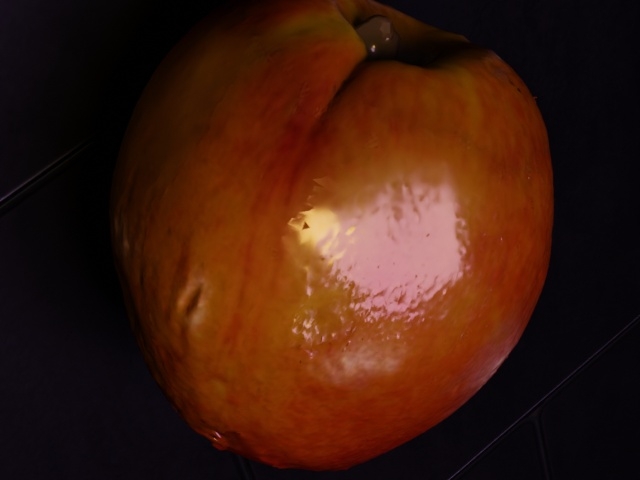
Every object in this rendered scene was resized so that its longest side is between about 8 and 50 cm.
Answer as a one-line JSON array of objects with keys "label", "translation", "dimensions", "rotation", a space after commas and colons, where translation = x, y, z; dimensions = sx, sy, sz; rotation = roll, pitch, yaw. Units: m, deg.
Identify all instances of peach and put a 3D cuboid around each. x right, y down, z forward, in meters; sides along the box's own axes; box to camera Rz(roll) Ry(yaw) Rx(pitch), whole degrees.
[{"label": "peach", "translation": [0.000, 0.000, 1.019], "dimensions": [0.281, 0.238, 0.281], "rotation": [-50, 159, -28]}]
